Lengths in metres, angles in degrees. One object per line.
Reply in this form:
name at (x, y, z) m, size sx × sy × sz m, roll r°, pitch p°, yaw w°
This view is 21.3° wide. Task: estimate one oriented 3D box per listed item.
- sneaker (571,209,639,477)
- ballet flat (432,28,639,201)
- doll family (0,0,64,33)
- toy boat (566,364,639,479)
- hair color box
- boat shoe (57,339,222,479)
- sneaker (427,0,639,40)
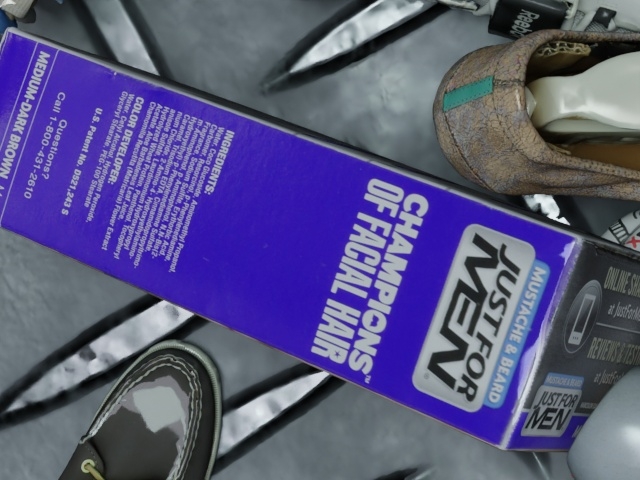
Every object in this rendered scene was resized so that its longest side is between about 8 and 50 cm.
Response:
sneaker at (0.170, 0.115, 0.938) m, size 0.145 × 0.090 × 0.270 m, roll 31°, pitch 103°, yaw 49°
ballet flat at (0.218, -0.062, 0.878) m, size 0.316 × 0.106 × 0.107 m, roll -3°, pitch 78°, yaw -16°
doll family at (-0.184, -0.238, 1.005) m, size 0.263 × 0.118 × 0.163 m, roll 40°, pitch 103°, yaw 24°
toy boat at (0.168, 0.213, 0.780) m, size 0.268 × 0.148 × 0.318 m, roll -8°, pitch 86°, yaw 22°
hair color box at (0.000, 0.000, 0.879) m, size 0.339 × 0.185 × 0.110 m, roll 20°, pitch 93°, yaw 29°
boat shoe at (-0.125, 0.167, 1.010) m, size 0.081 × 0.069 × 0.227 m, roll 25°, pitch 95°, yaw 7°
sneaker at (0.132, -0.154, 0.938) m, size 0.331 × 0.122 × 0.146 m, roll -12°, pitch 91°, yaw 6°
